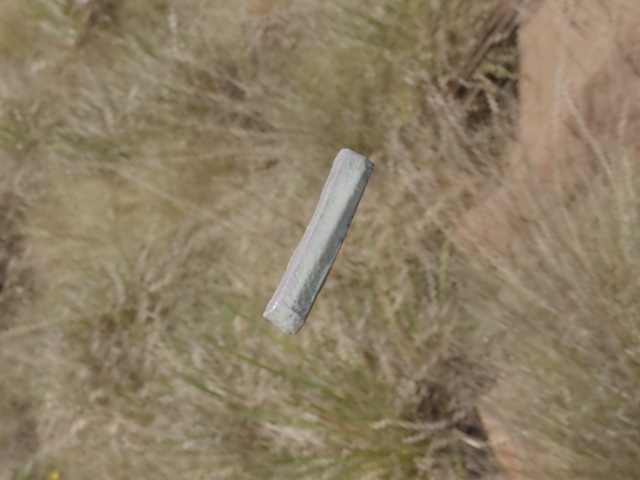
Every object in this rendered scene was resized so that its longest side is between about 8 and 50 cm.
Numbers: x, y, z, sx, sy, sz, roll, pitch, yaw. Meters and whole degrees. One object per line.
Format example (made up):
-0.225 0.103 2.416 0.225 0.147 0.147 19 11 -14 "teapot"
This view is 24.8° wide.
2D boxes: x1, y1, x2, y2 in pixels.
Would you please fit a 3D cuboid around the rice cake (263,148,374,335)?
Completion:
0.000 0.000 1.498 0.036 0.047 0.206 130 164 -72 "rice cake"
